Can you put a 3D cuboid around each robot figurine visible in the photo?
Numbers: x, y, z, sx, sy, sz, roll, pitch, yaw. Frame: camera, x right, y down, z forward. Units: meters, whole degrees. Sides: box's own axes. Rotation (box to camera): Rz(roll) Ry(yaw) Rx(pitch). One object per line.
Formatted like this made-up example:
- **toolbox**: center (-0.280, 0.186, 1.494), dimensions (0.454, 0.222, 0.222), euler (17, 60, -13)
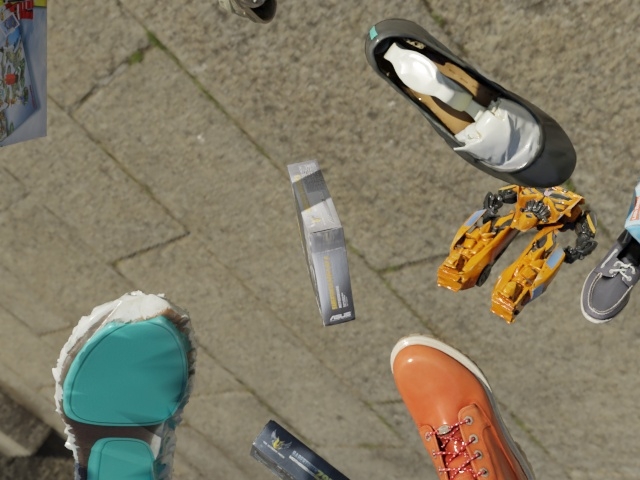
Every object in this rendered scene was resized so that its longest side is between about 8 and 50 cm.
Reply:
- **robot figurine**: center (0.335, -0.002, 1.460), dimensions (0.211, 0.291, 0.085), euler (28, 148, 27)

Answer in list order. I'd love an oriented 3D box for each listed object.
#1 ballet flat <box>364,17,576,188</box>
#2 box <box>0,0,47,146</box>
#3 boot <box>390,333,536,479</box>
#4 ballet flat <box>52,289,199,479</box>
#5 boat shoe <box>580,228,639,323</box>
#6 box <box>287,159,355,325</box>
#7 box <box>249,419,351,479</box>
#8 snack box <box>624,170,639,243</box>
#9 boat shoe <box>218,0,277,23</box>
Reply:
- **ballet flat**: center (0.160, -0.143, 0.968), dimensions (0.280, 0.096, 0.095), euler (35, 108, 3)
- **box**: center (-0.386, -0.217, 0.988), dimensions (0.044, 0.159, 0.233), euler (23, 119, 28)
- **boot**: center (0.098, 0.139, 0.609), dimensions (0.059, 0.084, 0.158), euler (-34, 91, 22)
- **ballet flat**: center (-0.223, 0.171, 0.976), dimensions (0.147, 0.147, 0.408), euler (27, 132, 10)
- **boat shoe**: center (0.480, 0.042, 1.401), dimensions (0.075, 0.206, 0.065), euler (29, 153, 22)
- **box**: center (0.000, 0.000, 1.438), dimensions (0.056, 0.231, 0.183), euler (-13, 124, -4)
- **box**: center (-0.016, 0.411, 1.515), dimensions (0.233, 0.059, 0.183), euler (37, 160, 8)
- **snack box**: center (0.542, -0.011, 1.202), dimensions (0.322, 0.187, 0.060), euler (39, 152, -30)
- **boat shoe**: center (-0.118, -0.433, 1.419), dimensions (0.098, 0.109, 0.302), euler (32, 174, 4)
